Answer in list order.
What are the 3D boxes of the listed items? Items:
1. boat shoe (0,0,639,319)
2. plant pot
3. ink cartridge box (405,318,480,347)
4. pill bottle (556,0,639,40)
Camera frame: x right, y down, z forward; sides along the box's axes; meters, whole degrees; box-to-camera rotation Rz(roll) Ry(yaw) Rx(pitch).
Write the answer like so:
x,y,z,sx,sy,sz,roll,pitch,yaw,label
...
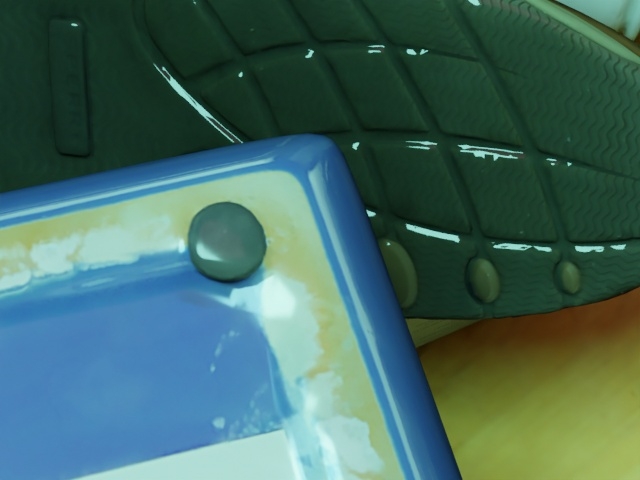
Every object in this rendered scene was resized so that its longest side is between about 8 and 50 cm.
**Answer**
x,y,z,sx,sy,sz,roll,pitch,yaw,label
-0.028,-0.065,0.624,0.324,0.123,0.120,13,28,15,boat shoe
-0.070,0.112,0.468,0.236,0.212,0.236,-12,68,-15,plant pot
0.000,0.000,0.688,0.207,0.046,0.097,-21,59,-21,ink cartridge box
0.212,-0.110,0.743,0.229,0.131,0.131,17,54,4,pill bottle
